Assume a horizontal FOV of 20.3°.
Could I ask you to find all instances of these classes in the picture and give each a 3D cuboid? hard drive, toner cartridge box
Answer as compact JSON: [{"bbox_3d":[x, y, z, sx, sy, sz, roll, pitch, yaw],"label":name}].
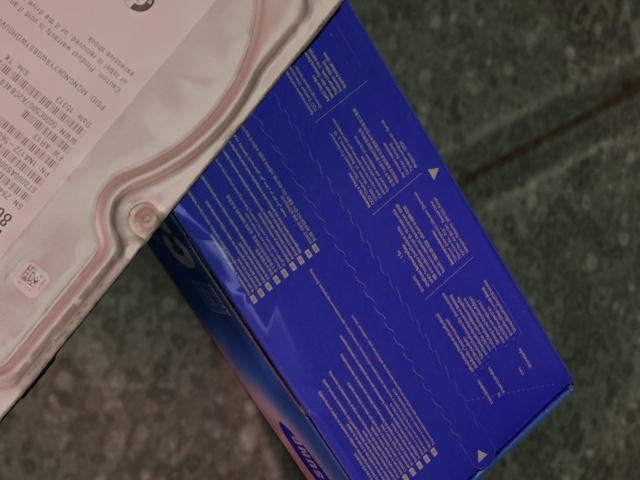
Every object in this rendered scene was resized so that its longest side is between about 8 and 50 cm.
[{"bbox_3d":[-0.166,-0.087,0.915,0.237,0.064,0.339,40,83,-5],"label":"hard drive"},{"bbox_3d":[0.000,0.000,1.067,0.165,0.075,0.347,-39,110,-20],"label":"toner cartridge box"}]
